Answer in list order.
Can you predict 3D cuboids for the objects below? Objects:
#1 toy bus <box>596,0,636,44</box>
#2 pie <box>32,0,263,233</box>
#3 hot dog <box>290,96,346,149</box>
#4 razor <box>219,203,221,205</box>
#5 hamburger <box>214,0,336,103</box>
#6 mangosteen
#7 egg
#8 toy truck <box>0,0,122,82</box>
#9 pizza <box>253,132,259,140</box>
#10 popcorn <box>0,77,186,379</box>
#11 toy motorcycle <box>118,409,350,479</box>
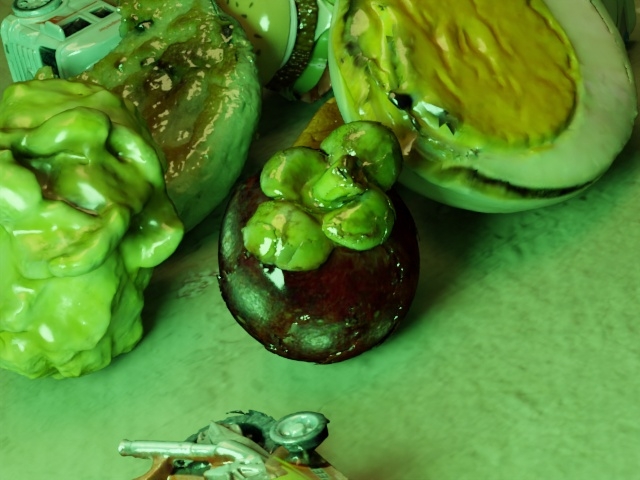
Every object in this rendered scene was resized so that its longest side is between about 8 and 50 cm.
[{"bbox_3d":[0.177,-0.218,1.710,0.202,0.142,0.142,3,28,30],"label":"toy bus"},{"bbox_3d":[-0.176,-0.105,1.732,0.302,0.067,0.302,-21,49,26],"label":"pie"},{"bbox_3d":[0.015,-0.062,1.621,0.100,0.068,0.249,-16,24,32],"label":"hot dog"},{"bbox_3d":[-0.105,-0.071,1.761,0.068,0.040,0.135,-19,34,4],"label":"razor"},{"bbox_3d":[-0.044,-0.218,1.815,0.137,0.175,0.175,-4,16,-35],"label":"hamburger"},{"bbox_3d":[0.000,0.000,1.392,0.166,0.180,0.166,4,49,-5],"label":"mangosteen"},{"bbox_3d":[0.113,-0.116,1.539,0.264,0.174,0.286,18,48,-16],"label":"egg"},{"bbox_3d":[-0.172,-0.229,1.976,0.305,0.136,0.162,-32,39,-27],"label":"toy truck"},{"bbox_3d":[-0.106,-0.116,1.763,0.100,0.029,0.099,-13,39,11],"label":"pizza"},{"bbox_3d":[-0.212,-0.010,1.513,0.195,0.256,0.255,11,-16,-7],"label":"popcorn"},{"bbox_3d":[-0.044,0.193,1.181,0.171,0.089,0.298,-31,29,-18],"label":"toy motorcycle"}]
